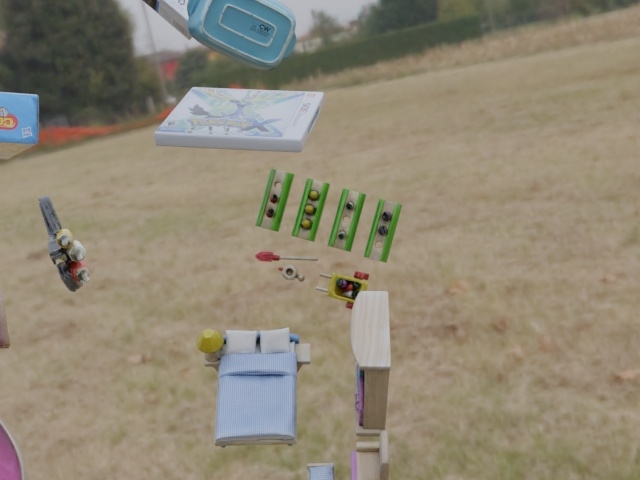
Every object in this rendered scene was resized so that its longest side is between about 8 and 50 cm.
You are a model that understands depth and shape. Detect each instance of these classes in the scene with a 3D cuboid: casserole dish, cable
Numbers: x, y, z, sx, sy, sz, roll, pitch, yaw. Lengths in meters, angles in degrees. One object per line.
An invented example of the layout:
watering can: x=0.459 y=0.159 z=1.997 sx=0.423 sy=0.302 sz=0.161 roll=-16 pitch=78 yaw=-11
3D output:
casserole dish: x=-0.119 y=-0.339 z=1.592 sx=0.188 sy=0.114 sz=0.037 roll=21 pitch=9 yaw=-25
cable: x=-0.522 y=0.001 z=2.084 sx=0.072 sy=0.139 sz=0.287 roll=-23 pitch=32 yaw=-7

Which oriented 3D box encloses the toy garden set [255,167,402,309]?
toy garden set: x=0.000 y=0.000 z=1.785 sx=0.244 sy=0.204 sz=0.049 roll=15 pitch=0 yaw=6

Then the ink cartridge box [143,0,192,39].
ink cartridge box: x=-0.202 y=-0.550 z=1.958 sx=0.333 sy=0.165 sz=0.065 roll=-47 pitch=-5 yaw=-22

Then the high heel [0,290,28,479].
high heel: x=-0.455 y=0.247 z=1.223 sx=0.181 sy=0.377 sz=0.127 roll=-7 pitch=-16 yaw=-19

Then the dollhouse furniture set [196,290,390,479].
dollhouse furniture set: x=-0.049 y=0.228 z=1.520 sx=0.303 sy=0.198 sz=0.286 roll=0 pitch=49 yaw=2

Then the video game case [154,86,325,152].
video game case: x=-0.176 y=-0.279 z=2.298 sx=0.329 sy=0.036 sz=0.300 roll=3 pitch=29 yaw=9

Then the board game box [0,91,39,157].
board game box: x=-0.679 y=-0.205 z=1.781 sx=0.308 sy=0.086 sz=0.302 roll=1 pitch=-1 yaw=-26
